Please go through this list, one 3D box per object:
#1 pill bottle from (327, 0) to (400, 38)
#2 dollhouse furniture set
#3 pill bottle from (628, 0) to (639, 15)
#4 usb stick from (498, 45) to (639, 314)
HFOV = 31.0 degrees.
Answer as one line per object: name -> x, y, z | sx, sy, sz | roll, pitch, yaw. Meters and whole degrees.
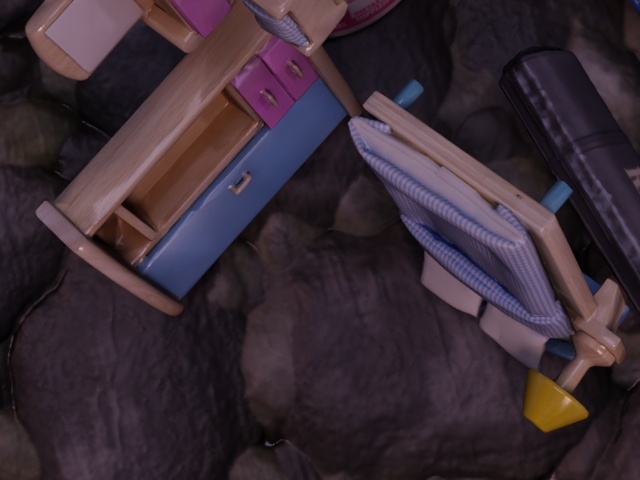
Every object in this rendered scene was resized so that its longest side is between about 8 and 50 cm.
pill bottle -> -0.024, -0.250, 0.716 | 0.160, 0.283, 0.160 | -3, 77, 11
dollhouse furniture set -> 0.000, 0.000, 0.651 | 0.303, 0.286, 0.198 | 39, 87, 28
pill bottle -> 0.266, -0.158, 0.720 | 0.124, 0.124, 0.221 | -32, 72, 2
usb stick -> 0.199, -0.004, 0.724 | 0.045, 0.077, 0.278 | -38, 71, 31
